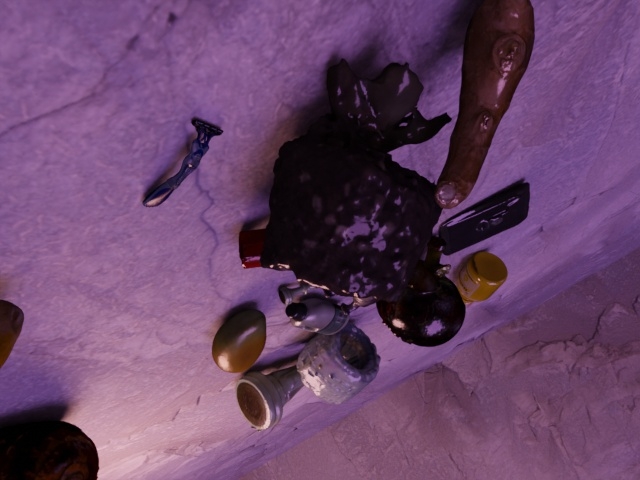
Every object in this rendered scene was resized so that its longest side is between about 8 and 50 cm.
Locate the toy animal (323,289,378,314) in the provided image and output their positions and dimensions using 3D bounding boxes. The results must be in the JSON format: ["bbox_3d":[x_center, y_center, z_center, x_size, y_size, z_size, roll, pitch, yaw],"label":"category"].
[{"bbox_3d":[0.069,0.046,0.953,0.169,0.106,0.343,-24,148,-8],"label":"toy animal"}]

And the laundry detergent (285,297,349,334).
[{"bbox_3d":[-0.014,0.189,1.141,0.099,0.070,0.226,-32,153,19],"label":"laundry detergent"}]

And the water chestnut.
[{"bbox_3d":[-0.614,0.519,0.949,0.289,0.289,0.244,-14,153,-26],"label":"water chestnut"}]

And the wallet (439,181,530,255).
[{"bbox_3d":[0.421,-0.048,1.171,0.245,0.052,0.168,-27,148,1],"label":"wallet"}]

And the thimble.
[{"bbox_3d":[0.057,0.350,1.323,0.172,0.204,0.250,-42,144,21],"label":"thimble"}]

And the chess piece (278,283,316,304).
[{"bbox_3d":[-0.045,0.111,1.023,0.093,0.042,0.042,-19,150,-27],"label":"chess piece"}]

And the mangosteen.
[{"bbox_3d":[0.275,0.133,1.177,0.232,0.231,0.289,5,113,-46],"label":"mangosteen"}]

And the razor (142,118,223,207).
[{"bbox_3d":[-0.184,-0.088,0.586,0.154,0.028,0.044,-43,149,23],"label":"razor"}]

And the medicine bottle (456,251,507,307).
[{"bbox_3d":[0.493,0.140,1.455,0.122,0.121,0.212,-16,149,-22],"label":"medicine bottle"}]

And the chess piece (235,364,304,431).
[{"bbox_3d":[-0.104,0.445,1.425,0.298,0.175,0.175,-19,153,-43],"label":"chess piece"}]

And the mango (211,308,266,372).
[{"bbox_3d":[-0.179,0.227,1.035,0.130,0.091,0.194,2,135,-41],"label":"mango"}]

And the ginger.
[{"bbox_3d":[0.206,-0.178,0.579,0.086,0.294,0.131,17,175,2],"label":"ginger"}]

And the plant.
[{"bbox_3d":[0.054,-0.083,0.634,0.215,0.213,0.312,9,95,-50],"label":"plant"}]

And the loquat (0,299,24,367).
[{"bbox_3d":[-0.479,0.132,0.564,0.195,0.152,0.152,-18,150,-24],"label":"loquat"}]

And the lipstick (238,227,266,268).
[{"bbox_3d":[0.000,0.001,0.778,0.280,0.073,0.073,-7,148,-8],"label":"lipstick"}]
